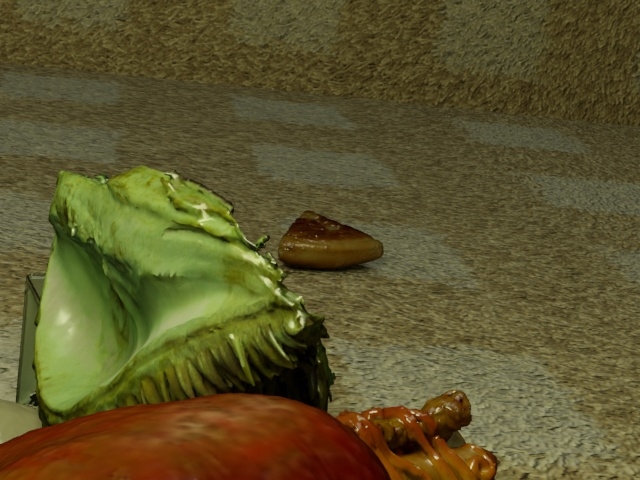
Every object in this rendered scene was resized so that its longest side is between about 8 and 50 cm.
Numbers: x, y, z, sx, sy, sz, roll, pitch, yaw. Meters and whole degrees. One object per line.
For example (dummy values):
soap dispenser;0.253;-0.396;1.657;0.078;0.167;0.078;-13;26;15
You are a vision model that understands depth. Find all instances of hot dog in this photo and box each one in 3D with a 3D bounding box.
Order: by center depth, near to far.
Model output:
hot dog;0.005;0.195;0.876;0.348;0.117;0.158;-4;47;-36

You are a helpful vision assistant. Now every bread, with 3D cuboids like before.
bread;0.019;0.008;1.675;0.135;0.054;0.154;8;22;7

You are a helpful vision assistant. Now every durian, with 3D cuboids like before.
durian;-0.087;0.046;0.797;0.163;0.198;0.394;-1;-1;-25

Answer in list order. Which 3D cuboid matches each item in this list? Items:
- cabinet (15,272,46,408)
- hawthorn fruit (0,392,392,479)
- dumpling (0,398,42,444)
cabinet;-0.141;0.121;1.052;0.206;0.150;0.145;-1;24;-25
hawthorn fruit;-0.085;0.211;0.601;0.295;0.295;0.311;-2;-5;-29
dumpling;-0.237;0.178;0.862;0.199;0.118;0.136;22;15;27
